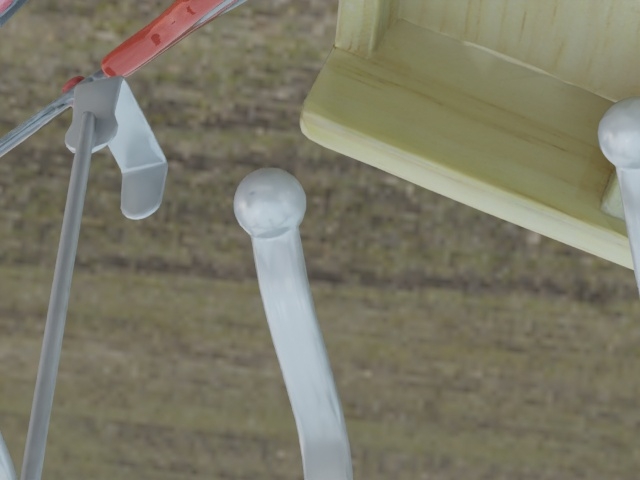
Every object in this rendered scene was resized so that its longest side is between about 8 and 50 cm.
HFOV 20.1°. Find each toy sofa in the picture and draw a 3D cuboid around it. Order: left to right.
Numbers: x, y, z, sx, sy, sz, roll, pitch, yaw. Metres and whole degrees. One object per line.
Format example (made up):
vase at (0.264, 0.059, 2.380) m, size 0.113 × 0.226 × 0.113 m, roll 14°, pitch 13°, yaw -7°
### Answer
toy sofa at (0.098, -0.157, 0.456) m, size 0.150 × 0.177 × 0.362 m, roll 21°, pitch 152°, yaw 9°

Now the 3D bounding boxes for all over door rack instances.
over door rack at (0.000, 0.000, 0.593) m, size 0.240 × 0.324 × 0.108 m, roll -11°, pitch 122°, yaw 12°

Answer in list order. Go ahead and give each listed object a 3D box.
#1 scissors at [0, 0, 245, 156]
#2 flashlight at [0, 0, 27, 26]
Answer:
scissors at (-0.120, -0.093, 0.986) m, size 0.297 × 0.021 × 0.109 m, roll -33°, pitch -175°, yaw -3°
flashlight at (-0.176, -0.063, 0.539) m, size 0.103 × 0.304 × 0.103 m, roll -31°, pitch 105°, yaw 35°
